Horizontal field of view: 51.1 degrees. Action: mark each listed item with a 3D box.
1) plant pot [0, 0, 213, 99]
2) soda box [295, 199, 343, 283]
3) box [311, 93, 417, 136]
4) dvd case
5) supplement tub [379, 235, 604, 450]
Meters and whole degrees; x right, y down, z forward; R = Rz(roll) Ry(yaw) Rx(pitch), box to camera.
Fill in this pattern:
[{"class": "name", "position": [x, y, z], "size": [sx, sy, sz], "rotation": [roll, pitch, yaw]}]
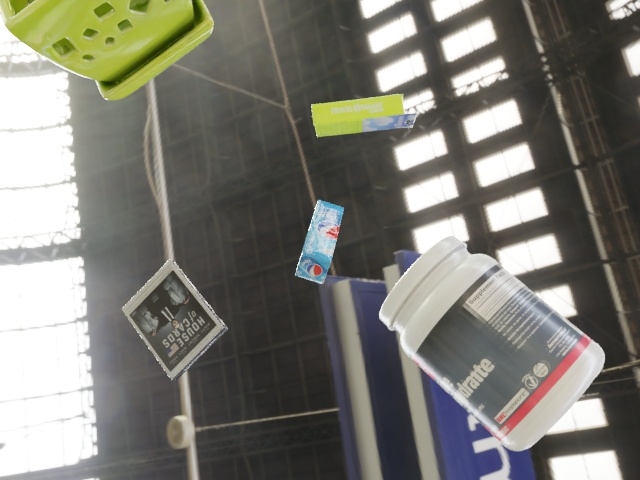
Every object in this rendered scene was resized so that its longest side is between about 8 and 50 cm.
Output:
[{"class": "plant pot", "position": [-0.295, -0.349, 0.943], "size": [0.227, 0.207, 0.228], "rotation": [-34, -126, 8]}, {"class": "soda box", "position": [0.000, 0.000, 1.523], "size": [0.210, 0.067, 0.071], "rotation": [-76, -176, -52]}, {"class": "box", "position": [0.077, -0.221, 1.193], "size": [0.178, 0.109, 0.042], "rotation": [-6, -93, 3]}, {"class": "dvd case", "position": [-0.357, 0.190, 1.624], "size": [0.179, 0.029, 0.238], "rotation": [-45, -116, 4]}, {"class": "supplement tub", "position": [0.238, 0.142, 0.957], "size": [0.272, 0.191, 0.191], "rotation": [42, -68, 20]}]
